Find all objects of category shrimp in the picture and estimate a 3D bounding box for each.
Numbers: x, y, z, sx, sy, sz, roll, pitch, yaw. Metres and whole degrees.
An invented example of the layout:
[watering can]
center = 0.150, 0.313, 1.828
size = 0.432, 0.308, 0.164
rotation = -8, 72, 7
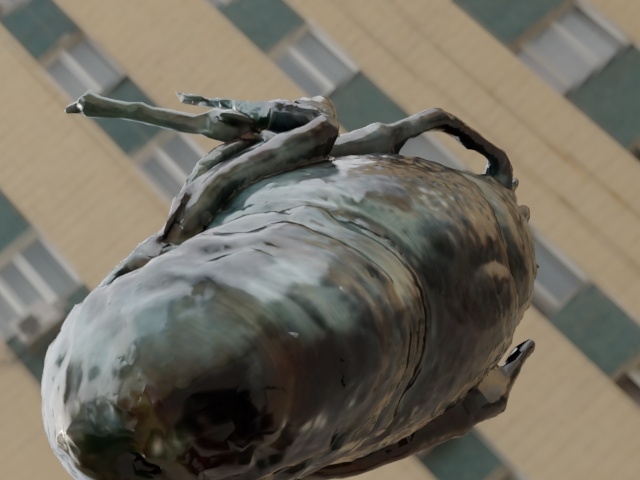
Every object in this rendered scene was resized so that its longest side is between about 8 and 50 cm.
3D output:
[shrimp]
center = 0.000, 0.000, 0.692
size = 0.137, 0.172, 0.372
rotation = -26, 2, 14
